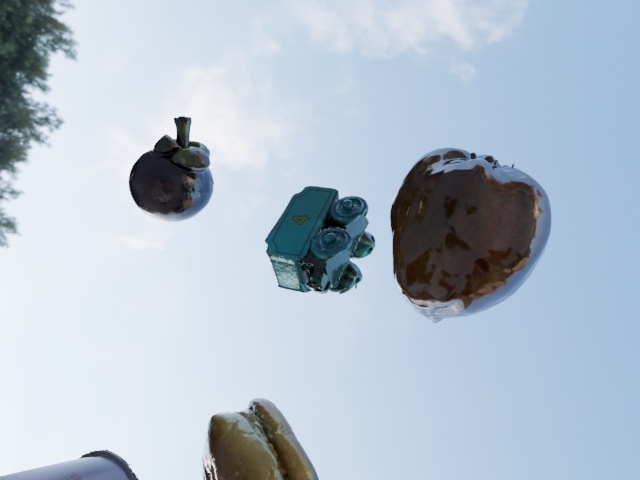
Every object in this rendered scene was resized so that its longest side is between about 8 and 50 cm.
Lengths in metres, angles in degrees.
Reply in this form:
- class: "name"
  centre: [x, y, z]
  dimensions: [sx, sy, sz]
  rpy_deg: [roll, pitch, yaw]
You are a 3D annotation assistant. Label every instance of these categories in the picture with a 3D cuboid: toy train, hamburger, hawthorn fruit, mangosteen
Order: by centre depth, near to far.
- class: "hawthorn fruit"
  centre: [0.185, 0.009, 0.821]
  dimensions: [0.208, 0.208, 0.248]
  rpy_deg: [24, -67, 27]
- class: "toy train"
  centre: [0.000, 0.000, 1.023]
  dimensions: [0.155, 0.107, 0.197]
  rpy_deg: [9, -131, 24]
- class: "hamburger"
  centre: [-0.116, 0.461, 1.176]
  dimensions: [0.314, 0.170, 0.289]
  rpy_deg: [50, -36, 42]
- class: "mangosteen"
  centre: [-0.282, -0.123, 1.215]
  dimensions: [0.172, 0.173, 0.184]
  rpy_deg: [57, -43, 19]

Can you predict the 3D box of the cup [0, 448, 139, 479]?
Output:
- class: "cup"
  centre: [-0.385, 0.366, 0.759]
  dimensions: [0.203, 0.288, 0.202]
  rpy_deg: [-8, -105, 31]
